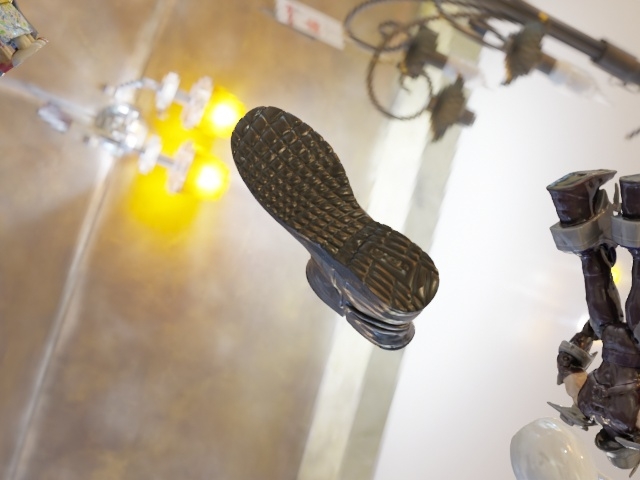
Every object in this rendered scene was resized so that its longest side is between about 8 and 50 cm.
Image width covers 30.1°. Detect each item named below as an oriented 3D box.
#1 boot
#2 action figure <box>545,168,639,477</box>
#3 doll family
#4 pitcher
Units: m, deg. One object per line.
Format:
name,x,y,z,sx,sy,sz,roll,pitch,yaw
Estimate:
boot,0.000,0.000,1.522,0.118,0.338,0.223,-37,170,-17
action figure,0.277,0.080,1.065,0.185,0.099,0.285,9,-73,50
doll family,-0.340,-0.247,1.170,0.118,0.163,0.263,-37,-164,3
pitcher,0.411,0.387,1.908,0.207,0.177,0.125,61,-40,32
